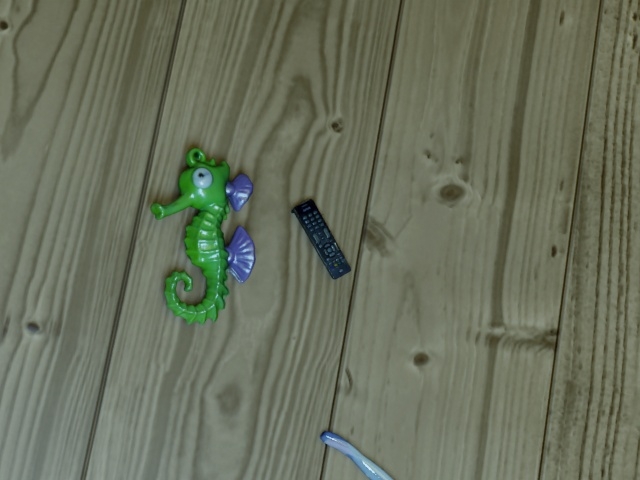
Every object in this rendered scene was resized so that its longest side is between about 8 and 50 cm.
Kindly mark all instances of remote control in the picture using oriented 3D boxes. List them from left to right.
[{"bbox_3d":[0.000,0.000,1.927,0.034,0.016,0.091,-27,86,-40],"label":"remote control"}]

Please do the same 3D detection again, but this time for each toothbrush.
[{"bbox_3d":[0.101,0.294,1.883,0.269,0.021,0.027,44,53,-5],"label":"toothbrush"}]

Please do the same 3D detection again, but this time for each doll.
[{"bbox_3d":[-0.124,-0.005,1.866,0.115,0.050,0.190,3,77,-24],"label":"doll"}]
